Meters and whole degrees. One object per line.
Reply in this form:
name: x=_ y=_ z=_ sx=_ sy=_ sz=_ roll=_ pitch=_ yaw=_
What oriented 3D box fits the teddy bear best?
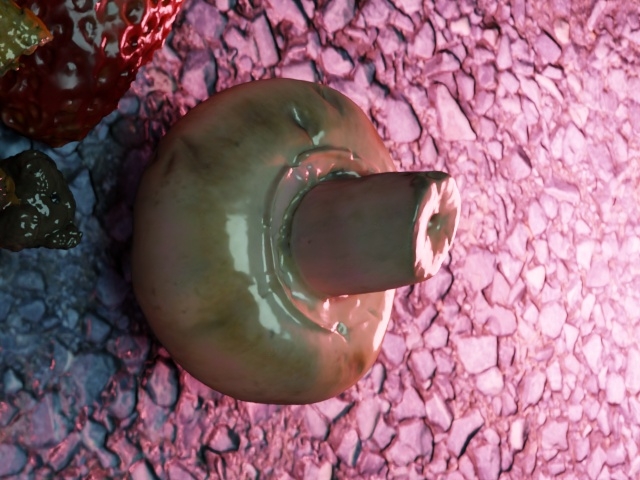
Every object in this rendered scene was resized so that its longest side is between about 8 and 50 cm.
teddy bear: x=-0.325 y=-0.045 z=1.836 sx=0.190 sy=0.140 sz=0.177 roll=11 pitch=35 yaw=-43

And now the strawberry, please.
strawberry: x=-0.237 y=-0.265 z=1.922 sx=0.265 sy=0.149 sz=0.336 roll=19 pitch=74 yaw=-42

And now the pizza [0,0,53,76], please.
pizza: x=-0.439 y=-0.157 z=1.750 sx=0.280 sy=0.075 sz=0.287 roll=32 pitch=86 yaw=-4

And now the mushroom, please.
mushroom: x=-0.022 y=0.012 z=2.017 sx=0.353 sy=0.353 sz=0.325 roll=-31 pitch=138 yaw=-41
